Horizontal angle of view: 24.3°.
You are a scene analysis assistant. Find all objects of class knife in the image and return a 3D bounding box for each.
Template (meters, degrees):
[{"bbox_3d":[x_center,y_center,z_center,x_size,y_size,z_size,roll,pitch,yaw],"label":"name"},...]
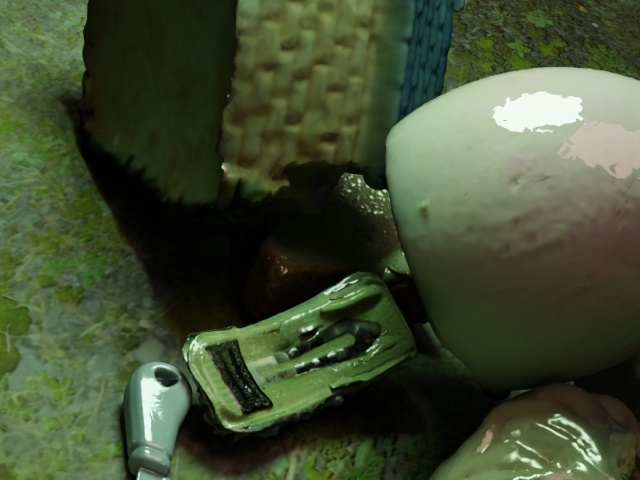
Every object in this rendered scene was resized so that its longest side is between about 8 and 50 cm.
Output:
[{"bbox_3d":[-0.156,0.246,1.442,0.080,0.044,0.331,20,35,-19],"label":"knife"}]

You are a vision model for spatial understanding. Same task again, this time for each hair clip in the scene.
[{"bbox_3d":[-0.030,0.137,1.661,0.321,0.091,0.138,-17,74,-43],"label":"hair clip"}]

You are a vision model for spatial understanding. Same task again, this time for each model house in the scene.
[{"bbox_3d":[-0.037,-0.227,1.851,0.399,0.395,0.445,0,8,-31],"label":"model house"}]

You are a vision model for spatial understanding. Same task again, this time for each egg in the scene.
[{"bbox_3d":[0.288,-0.034,1.631,0.354,0.339,0.355,52,26,-38],"label":"egg"}]

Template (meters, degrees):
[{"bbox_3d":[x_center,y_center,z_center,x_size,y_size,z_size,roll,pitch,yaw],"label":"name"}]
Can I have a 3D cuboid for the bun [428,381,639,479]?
[{"bbox_3d":[0.289,0.295,1.542,0.359,0.211,0.360,21,29,-13],"label":"bun"}]

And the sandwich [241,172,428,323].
[{"bbox_3d":[-0.002,0.004,1.884,0.288,0.100,0.254,2,40,-36],"label":"sandwich"}]

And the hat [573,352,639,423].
[{"bbox_3d":[0.423,0.165,1.815,0.232,0.161,0.275,-31,101,-22],"label":"hat"}]
